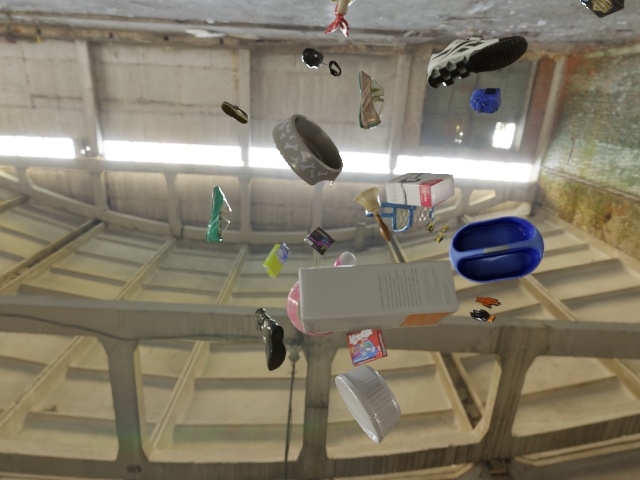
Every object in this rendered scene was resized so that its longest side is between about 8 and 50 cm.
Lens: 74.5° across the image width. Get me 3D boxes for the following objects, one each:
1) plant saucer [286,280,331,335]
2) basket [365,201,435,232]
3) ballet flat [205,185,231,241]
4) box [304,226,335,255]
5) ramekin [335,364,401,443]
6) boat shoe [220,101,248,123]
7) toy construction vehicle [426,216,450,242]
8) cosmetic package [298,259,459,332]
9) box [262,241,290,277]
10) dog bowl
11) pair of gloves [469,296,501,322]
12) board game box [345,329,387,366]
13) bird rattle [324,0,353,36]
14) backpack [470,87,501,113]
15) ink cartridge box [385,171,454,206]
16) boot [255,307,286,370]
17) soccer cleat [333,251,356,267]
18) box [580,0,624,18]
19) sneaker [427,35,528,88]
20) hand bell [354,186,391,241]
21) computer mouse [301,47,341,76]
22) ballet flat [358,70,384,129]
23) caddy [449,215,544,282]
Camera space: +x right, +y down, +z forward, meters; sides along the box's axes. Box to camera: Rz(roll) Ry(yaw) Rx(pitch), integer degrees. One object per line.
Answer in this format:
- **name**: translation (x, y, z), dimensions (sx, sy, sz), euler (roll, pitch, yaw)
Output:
- **plant saucer**: translation (0.000, 0.330, 2.088), dimensions (0.332, 0.332, 0.084), euler (0, -168, -8)
- **basket**: translation (0.391, -0.142, 2.065), dimensions (0.289, 0.201, 0.255), euler (-1, 175, -14)
- **ballet flat**: translation (-0.422, -0.106, 1.769), dimensions (0.087, 0.247, 0.083), euler (12, -161, -7)
- **box**: translation (0.000, 0.000, 2.094), dimensions (0.116, 0.029, 0.162), euler (40, -151, 2)
- **ramekin**: translation (0.180, 0.586, 1.543), dimensions (0.127, 0.272, 0.273), euler (-29, -148, -18)
- **boat shoe**: translation (-0.393, -0.592, 1.929), dimensions (0.056, 0.049, 0.152), euler (-10, 154, 33)
- **toy construction vehicle**: translation (0.501, -0.048, 1.787), dimensions (0.086, 0.035, 0.098), euler (36, -112, 26)
- **cosmetic package**: translation (0.165, 0.181, 1.316), dimensions (0.453, 0.161, 0.230), euler (-3, 158, -1)
- **box**: translation (-0.240, 0.104, 2.319), dimensions (0.042, 0.109, 0.178), euler (6, -130, 31)
- **dog bowl**: translation (-0.040, -0.383, 1.776), dimensions (0.349, 0.102, 0.348), euler (36, -148, -27)
- **pair of gloves**: translation (0.477, 0.199, 1.217), dimensions (0.074, 0.010, 0.083), euler (7, -127, 45)
- **board game box**: translation (0.181, 0.422, 1.712), dimensions (0.027, 0.145, 0.281), euler (-3, 158, -22)
- **bird rattle**: translation (0.080, -0.931, 1.611), dimensions (0.143, 0.253, 0.207), euler (17, 162, -3)
- **backpack**: translation (0.726, -0.619, 1.866), dimensions (0.120, 0.098, 0.101), euler (18, -116, 33)
- **ink cartridge box**: translation (0.424, -0.223, 1.807), dimensions (0.172, 0.100, 0.237), euler (-27, -155, -35)
- **boot**: translation (-0.220, 0.418, 1.795), dimensions (0.083, 0.246, 0.161), euler (-13, -149, -33)
- **soccer cleat**: translation (0.100, 0.214, 1.818), dimensions (0.116, 0.331, 0.143), euler (23, 172, -27)
- **box**: translation (0.677, -0.769, 1.050), dimensions (0.296, 0.293, 0.073), euler (18, 173, -26)
- **sneaker**: translation (0.531, -0.657, 1.458), dimensions (0.331, 0.146, 0.122), euler (-8, 152, 26)
- **hand bell**: translation (0.257, -0.106, 1.894), dimensions (0.126, 0.242, 0.126), euler (-22, 167, -6)
- **computer mouse**: translation (0.014, -0.739, 1.761), dimensions (0.242, 0.071, 0.041), euler (2, -153, -48)
- **ballet flat**: translation (0.219, -0.603, 1.792), dimensions (0.106, 0.316, 0.107), euler (-7, 154, 17)
- **caddy**: translation (0.681, 0.038, 1.647), dimensions (0.341, 0.241, 0.179), euler (-12, 172, 16)
